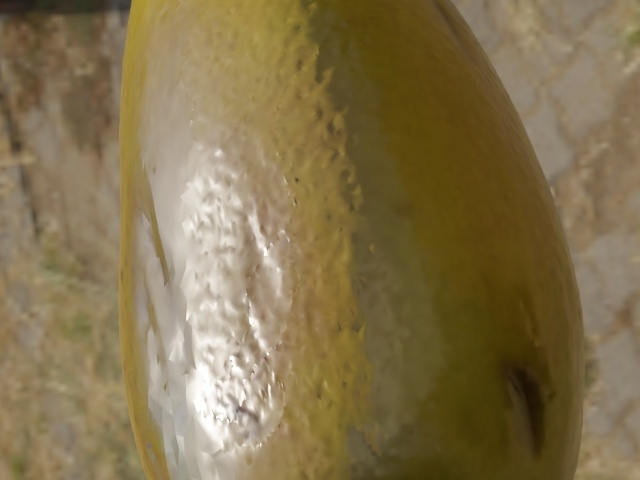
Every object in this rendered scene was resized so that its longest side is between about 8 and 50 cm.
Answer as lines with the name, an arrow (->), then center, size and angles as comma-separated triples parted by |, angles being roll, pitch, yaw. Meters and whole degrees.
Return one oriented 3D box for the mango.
mango -> 0.000, 0.000, 1.055 | 0.301, 0.220, 0.445 | 122, 140, -54
